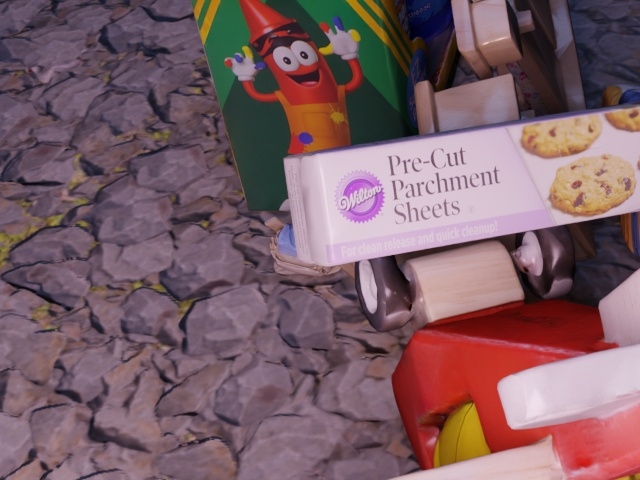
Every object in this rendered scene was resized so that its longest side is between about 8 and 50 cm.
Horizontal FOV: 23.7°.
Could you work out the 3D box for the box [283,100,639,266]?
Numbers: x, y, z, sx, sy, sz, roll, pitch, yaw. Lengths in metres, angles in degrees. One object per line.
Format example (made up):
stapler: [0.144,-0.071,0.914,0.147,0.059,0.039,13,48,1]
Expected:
box: [0.141,-0.042,0.900,0.324,0.067,0.063,-9,5,-19]

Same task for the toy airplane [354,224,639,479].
toy airplane: [0.150,0.132,0.858,0.386,0.272,0.384,-5,7,29]

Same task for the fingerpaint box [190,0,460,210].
fingerpaint box: [0.029,-0.305,1.306,0.163,0.371,0.445,1,42,17]

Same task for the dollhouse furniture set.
dollhouse furniture set: [0.081,-0.153,1.143,0.173,0.303,0.356,-14,65,18]

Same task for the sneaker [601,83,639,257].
sneaker: [0.278,-0.062,1.105,0.131,0.112,0.296,1,18,6]

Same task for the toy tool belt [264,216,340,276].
toy tool belt: [0.000,0.000,1.212,0.083,0.051,0.052,-2,42,12]
